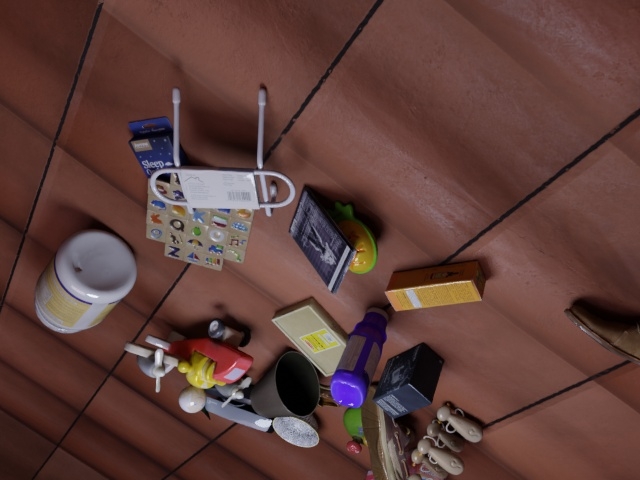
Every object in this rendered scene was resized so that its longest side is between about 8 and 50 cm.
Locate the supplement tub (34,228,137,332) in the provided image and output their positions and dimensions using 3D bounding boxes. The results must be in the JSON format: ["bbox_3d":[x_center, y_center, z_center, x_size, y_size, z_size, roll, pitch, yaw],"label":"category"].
[{"bbox_3d":[-0.739,0.137,1.951,0.241,0.241,0.331,41,134,-12],"label":"supplement tub"}]

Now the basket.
[{"bbox_3d":[-0.124,0.487,2.017,0.154,0.204,0.227,-1,156,-32],"label":"basket"}]

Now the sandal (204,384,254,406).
[{"bbox_3d":[-0.310,0.539,2.197,0.255,0.097,0.054,4,102,35],"label":"sandal"}]

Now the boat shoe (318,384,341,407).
[{"bbox_3d":[-0.005,0.510,2.047,0.178,0.060,0.064,-1,128,27],"label":"boat shoe"}]

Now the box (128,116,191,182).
[{"bbox_3d":[-0.409,-0.207,1.634,0.136,0.036,0.225,-3,126,27],"label":"box"}]

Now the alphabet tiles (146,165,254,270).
[{"bbox_3d":[-0.332,-0.050,1.710,0.285,0.011,0.342,15,135,-3],"label":"alphabet tiles"}]

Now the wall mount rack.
[{"bbox_3d":[-0.228,-0.195,1.472,0.350,0.130,0.304,2,133,7],"label":"wall mount rack"}]

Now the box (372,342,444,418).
[{"bbox_3d":[0.246,0.392,1.756,0.093,0.156,0.158,42,133,-11],"label":"box"}]

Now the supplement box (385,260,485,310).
[{"bbox_3d":[0.283,0.114,1.549,0.233,0.078,0.080,-13,122,35],"label":"supplement box"}]

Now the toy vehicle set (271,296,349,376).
[{"bbox_3d":[-0.002,0.293,1.873,0.166,0.035,0.267,-25,115,39],"label":"toy vehicle set"}]

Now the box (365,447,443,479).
[{"bbox_3d":[0.273,0.854,2.150,0.142,0.154,0.300,35,136,-7],"label":"box"}]

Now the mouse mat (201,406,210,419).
[{"bbox_3d":[-0.429,0.546,2.215,0.007,0.152,0.189,-22,153,-8],"label":"mouse mat"}]

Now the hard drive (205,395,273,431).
[{"bbox_3d":[-0.284,0.627,2.244,0.255,0.054,0.172,17,162,11],"label":"hard drive"}]

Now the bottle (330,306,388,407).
[{"bbox_3d":[0.111,0.295,1.646,0.092,0.283,0.118,11,133,17],"label":"bottle"}]

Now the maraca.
[{"bbox_3d":[0.072,-0.006,1.538,0.127,0.099,0.185,-34,83,39],"label":"maraca"}]

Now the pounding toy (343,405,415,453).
[{"bbox_3d":[0.173,0.651,2.051,0.237,0.110,0.183,23,135,7],"label":"pounding toy"}]

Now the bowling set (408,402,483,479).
[{"bbox_3d":[0.346,0.643,1.917,0.154,0.287,0.200,34,167,-2],"label":"bowling set"}]

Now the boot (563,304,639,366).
[{"bbox_3d":[0.711,0.216,1.440,0.305,0.112,0.115,30,105,5],"label":"boot"}]

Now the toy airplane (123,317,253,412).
[{"bbox_3d":[-0.411,0.410,2.003,0.386,0.272,0.384,8,157,-4],"label":"toy airplane"}]

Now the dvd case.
[{"bbox_3d":[0.000,0.000,1.542,0.221,0.018,0.164,54,143,28],"label":"dvd case"}]

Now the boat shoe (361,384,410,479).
[{"bbox_3d":[0.216,0.610,1.943,0.123,0.123,0.342,-18,82,65],"label":"boat shoe"}]

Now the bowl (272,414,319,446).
[{"bbox_3d":[-0.072,0.632,2.173,0.170,0.080,0.170,14,133,15],"label":"bowl"}]
